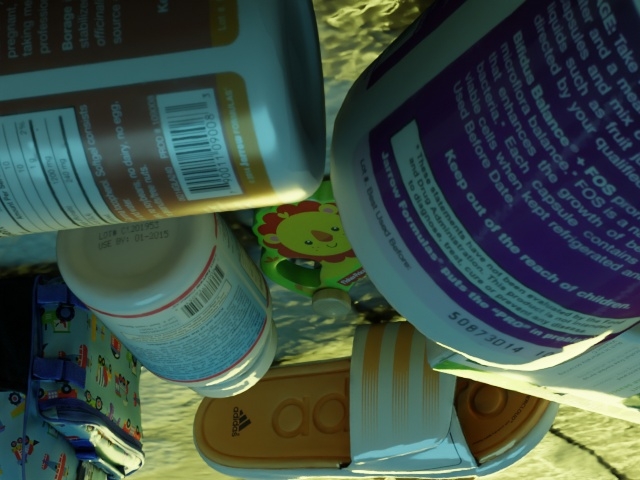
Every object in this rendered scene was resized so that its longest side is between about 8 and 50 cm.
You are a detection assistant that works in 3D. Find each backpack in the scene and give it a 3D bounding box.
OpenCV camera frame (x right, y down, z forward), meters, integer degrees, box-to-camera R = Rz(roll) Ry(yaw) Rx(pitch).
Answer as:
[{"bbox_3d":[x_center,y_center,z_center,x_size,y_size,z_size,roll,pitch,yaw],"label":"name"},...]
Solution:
[{"bbox_3d":[-0.176,0.123,1.041,0.117,0.173,0.158,-8,152,11],"label":"backpack"}]

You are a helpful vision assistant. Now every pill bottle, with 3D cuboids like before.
[{"bbox_3d":[-0.078,0.029,0.957,0.087,0.087,0.160,-9,152,13],"label":"pill bottle"},{"bbox_3d":[0.145,-0.074,0.679,0.169,0.169,0.301,13,150,-27],"label":"pill bottle"},{"bbox_3d":[-0.112,-0.065,0.735,0.216,0.121,0.121,-6,153,9],"label":"pill bottle"}]

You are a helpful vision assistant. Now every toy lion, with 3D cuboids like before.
[{"bbox_3d":[0.000,0.000,0.972,0.096,0.034,0.100,23,145,-28],"label":"toy lion"}]

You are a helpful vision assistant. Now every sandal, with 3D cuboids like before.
[{"bbox_3d":[0.023,0.105,1.096,0.265,0.102,0.076,-12,154,23],"label":"sandal"}]

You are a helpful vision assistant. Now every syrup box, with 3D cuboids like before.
[{"bbox_3d":[0.178,0.040,0.986,0.237,0.096,0.093,18,147,-32],"label":"syrup box"}]
